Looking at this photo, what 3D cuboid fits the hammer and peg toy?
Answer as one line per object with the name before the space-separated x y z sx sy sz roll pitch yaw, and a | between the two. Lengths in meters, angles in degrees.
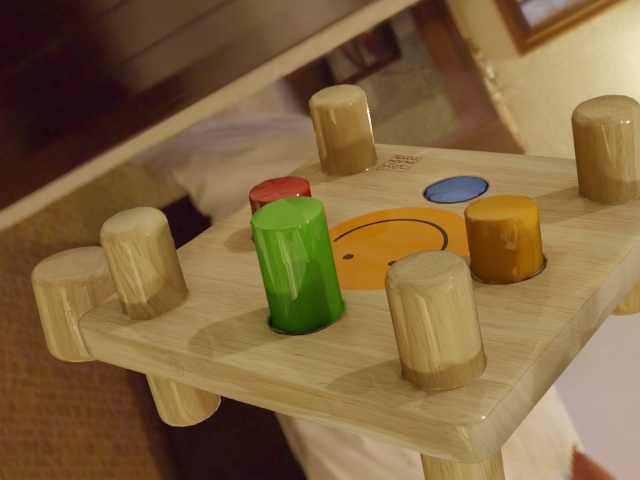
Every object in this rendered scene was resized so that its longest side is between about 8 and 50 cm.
hammer and peg toy | 0.000 0.000 0.613 0.266 0.361 0.127 -37 124 -41
